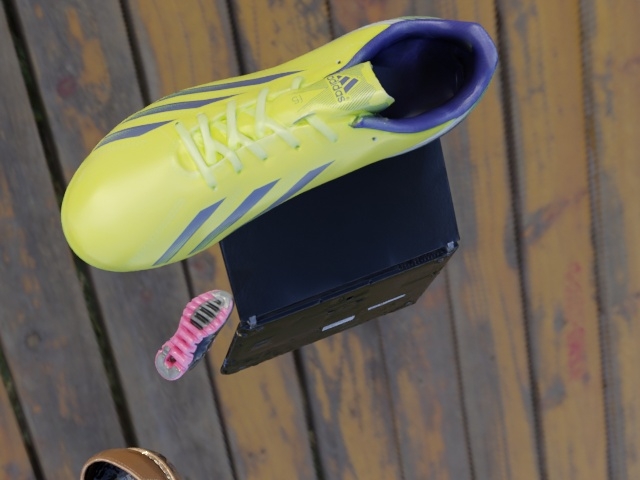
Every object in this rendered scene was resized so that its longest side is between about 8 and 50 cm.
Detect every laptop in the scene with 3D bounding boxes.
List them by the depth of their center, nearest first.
[{"bbox_3d":[0.000,0.000,1.276,0.234,0.137,0.264,-19,164,-17],"label":"laptop"}]

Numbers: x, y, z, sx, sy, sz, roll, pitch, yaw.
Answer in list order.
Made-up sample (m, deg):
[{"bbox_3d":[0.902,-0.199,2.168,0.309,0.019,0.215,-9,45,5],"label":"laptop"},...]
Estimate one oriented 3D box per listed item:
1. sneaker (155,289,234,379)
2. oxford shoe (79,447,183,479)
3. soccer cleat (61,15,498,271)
[{"bbox_3d":[-0.132,0.103,1.450,0.119,0.047,0.057,-50,158,13],"label":"sneaker"},{"bbox_3d":[-0.074,0.208,0.730,0.076,0.212,0.076,-39,163,0],"label":"oxford shoe"},{"bbox_3d":[-0.020,-0.069,0.778,0.289,0.121,0.093,-26,92,-27],"label":"soccer cleat"}]
